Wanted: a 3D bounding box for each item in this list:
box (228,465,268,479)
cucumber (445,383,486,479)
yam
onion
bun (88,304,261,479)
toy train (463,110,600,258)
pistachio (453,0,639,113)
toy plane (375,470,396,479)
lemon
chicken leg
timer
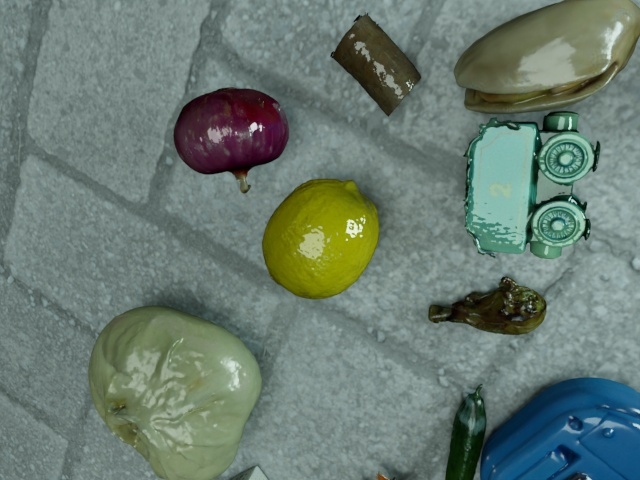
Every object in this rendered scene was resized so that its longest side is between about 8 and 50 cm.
[{"bbox_3d":[-0.206,0.658,1.052,0.330,0.095,0.210,-36,91,25],"label":"box"},{"bbox_3d":[0.251,0.357,0.834,0.056,0.056,0.249,9,108,16],"label":"cucumber"},{"bbox_3d":[0.084,-0.256,0.706,0.127,0.084,0.084,45,114,-2],"label":"yam"},{"bbox_3d":[-0.138,-0.164,0.750,0.178,0.177,0.153,-13,74,21],"label":"onion"},{"bbox_3d":[-0.287,0.296,0.912,0.362,0.213,0.360,6,109,19],"label":"bun"},{"bbox_3d":[0.288,-0.076,0.673,0.163,0.112,0.203,6,105,25],"label":"toy train"},{"bbox_3d":[0.290,-0.234,0.619,0.223,0.126,0.152,-20,55,21],"label":"pistachio"},{"bbox_3d":[0.130,0.521,0.925,0.135,0.062,0.188,12,122,15],"label":"toy plane"},{"bbox_3d":[0.002,-0.002,0.755,0.181,0.180,0.193,30,83,9],"label":"lemon"},{"bbox_3d":[0.259,0.105,0.760,0.178,0.070,0.093,-9,96,31],"label":"chicken leg"},{"bbox_3d":[0.447,0.396,0.748,0.340,0.115,0.309,38,116,5],"label":"timer"}]
